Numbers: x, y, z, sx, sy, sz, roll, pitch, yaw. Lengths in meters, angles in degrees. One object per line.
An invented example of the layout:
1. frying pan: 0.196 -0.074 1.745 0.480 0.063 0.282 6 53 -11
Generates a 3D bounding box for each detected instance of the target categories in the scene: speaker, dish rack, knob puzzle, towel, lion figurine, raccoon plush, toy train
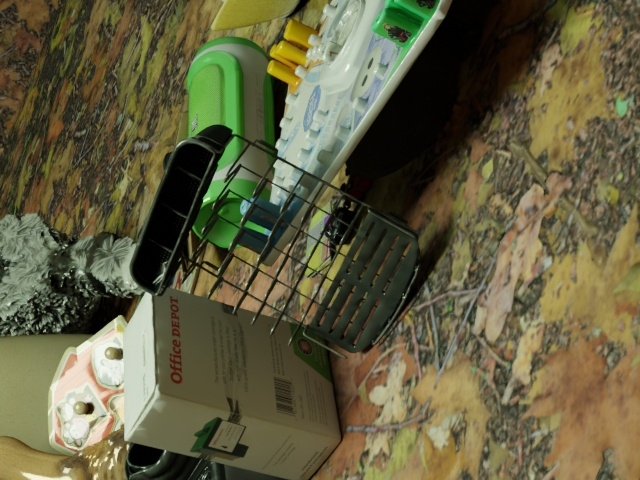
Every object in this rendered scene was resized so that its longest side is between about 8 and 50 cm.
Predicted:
1. speaker: -0.119 -0.136 1.861 0.131 0.131 0.296 -50 32 41
2. dish rack: -0.042 0.014 1.412 0.208 0.271 0.074 -64 -3 39
3. knob puzzle: -0.305 0.227 1.918 0.030 0.213 0.213 21 -94 -71
4. towel: 0.000 0.000 1.649 0.060 0.009 0.083 -42 37 50
5. lion figurine: -0.353 0.329 1.847 0.142 0.392 0.240 -73 -19 -59
6. raccoon plush: -0.386 0.127 2.279 0.446 0.299 0.216 13 69 36
7. toy train: 0.043 -0.069 1.581 0.036 0.027 0.158 26 98 63

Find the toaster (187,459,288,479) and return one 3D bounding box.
1. toaster: -0.102 0.344 1.509 0.168 0.110 0.185 -59 27 30

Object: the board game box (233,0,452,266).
1. board game box: 0.026 -0.226 1.505 0.390 0.050 0.390 -55 18 38

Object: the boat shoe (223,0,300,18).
1. boat shoe: -0.094 -0.392 2.005 0.320 0.103 0.118 15 88 67

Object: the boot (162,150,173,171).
1. boot: -0.200 -0.124 2.128 0.099 0.045 0.121 -59 34 34

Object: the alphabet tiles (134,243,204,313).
1. alphabet tiles: -0.233 0.061 2.119 0.237 0.009 0.198 1 75 66

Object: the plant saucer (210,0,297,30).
1. plant saucer: 0.008 -0.437 1.700 0.333 0.081 0.332 -53 12 44

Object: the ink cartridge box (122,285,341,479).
1. ink cartridge box: -0.100 0.155 1.498 0.092 0.219 0.160 -55 29 35

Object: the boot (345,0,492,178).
1. boot: 0.067 -0.220 1.550 0.264 0.096 0.280 -69 22 12

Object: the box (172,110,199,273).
1. box: -0.187 -0.071 1.949 0.201 0.021 0.164 -92 -2 -64

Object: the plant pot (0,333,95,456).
1. plant pot: -0.416 0.241 2.056 0.256 0.274 0.256 -47 35 48

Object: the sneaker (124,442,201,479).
1. sneaker: -0.184 0.309 1.668 0.295 0.147 0.104 -63 27 23
